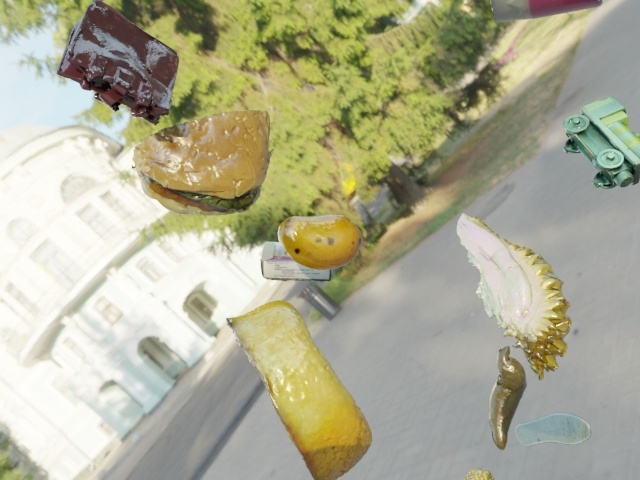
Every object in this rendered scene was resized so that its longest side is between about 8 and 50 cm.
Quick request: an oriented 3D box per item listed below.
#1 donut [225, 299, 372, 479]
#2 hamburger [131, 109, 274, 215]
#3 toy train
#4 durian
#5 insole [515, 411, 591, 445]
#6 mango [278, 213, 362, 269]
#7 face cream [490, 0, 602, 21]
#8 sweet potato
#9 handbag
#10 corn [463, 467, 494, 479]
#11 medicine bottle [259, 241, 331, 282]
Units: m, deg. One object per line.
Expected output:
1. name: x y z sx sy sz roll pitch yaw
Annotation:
1. donut: -0.042 0.315 1.331 0.164 0.435 0.377 -30 -35 -9
2. hamburger: -0.226 -0.156 1.323 0.330 0.208 0.162 -23 -7 -25
3. toy train: 0.562 -0.188 1.156 0.132 0.200 0.083 -24 -38 3
4. durian: 0.220 0.040 0.666 0.078 0.140 0.224 -36 52 23
5. insole: 0.573 0.474 1.488 0.003 0.080 0.232 -6 -17 -33
6. mango: 0.002 0.003 1.205 0.178 0.115 0.090 -5 -12 -32
7. face cream: 0.424 -0.513 1.123 0.195 0.175 0.175 0 28 26
8. sweet potato: 0.557 0.457 1.780 0.124 0.098 0.309 -17 -65 -58
9. handbag: -0.382 -0.336 1.147 0.074 0.203 0.216 -38 40 35
10. corn: 0.331 0.660 1.347 0.291 0.101 0.101 -64 11 -25
11. medicine bottle: -0.061 0.051 1.486 0.201 0.171 0.052 -97 11 -77
